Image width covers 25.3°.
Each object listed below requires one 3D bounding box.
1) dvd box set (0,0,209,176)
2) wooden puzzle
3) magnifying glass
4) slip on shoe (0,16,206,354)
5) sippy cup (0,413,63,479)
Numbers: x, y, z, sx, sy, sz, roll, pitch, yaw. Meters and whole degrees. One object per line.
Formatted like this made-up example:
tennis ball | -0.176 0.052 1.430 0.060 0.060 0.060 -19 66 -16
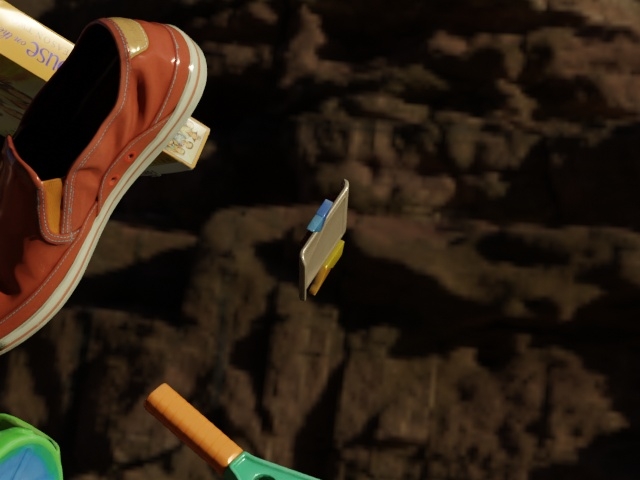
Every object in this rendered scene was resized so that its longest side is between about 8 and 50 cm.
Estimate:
dvd box set | -0.376 -0.196 1.676 0.420 0.062 0.307 31 -17 -32
wooden puzzle | 0.000 0.000 1.004 0.014 0.078 0.116 25 -31 11
magnifying glass | -0.054 0.201 1.189 0.231 0.092 0.026 37 -44 15
slip on shoe | -0.224 -0.044 1.151 0.101 0.331 0.123 22 20 -51
sippy cup | -0.462 0.312 1.694 0.224 0.240 0.305 14 -8 20
